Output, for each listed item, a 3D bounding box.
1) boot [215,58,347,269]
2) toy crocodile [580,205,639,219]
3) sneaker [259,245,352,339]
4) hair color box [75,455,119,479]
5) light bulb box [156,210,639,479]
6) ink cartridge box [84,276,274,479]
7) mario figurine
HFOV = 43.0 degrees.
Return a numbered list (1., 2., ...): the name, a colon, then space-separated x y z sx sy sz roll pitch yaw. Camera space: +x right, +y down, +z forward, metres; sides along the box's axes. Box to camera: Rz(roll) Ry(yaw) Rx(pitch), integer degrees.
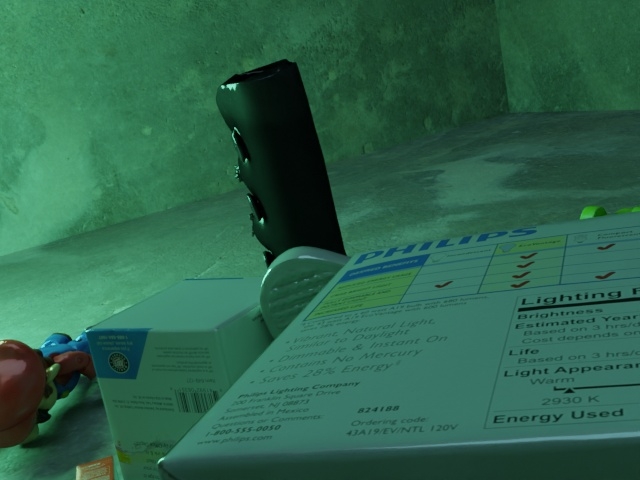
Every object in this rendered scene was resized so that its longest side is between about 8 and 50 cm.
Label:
1. boot: -0.001 0.000 1.016 0.146 0.445 0.367 -15 14 -17
2. toy crocodile: 0.466 0.019 1.333 0.115 0.105 0.340 3 24 42
3. sneaker: 0.090 0.106 0.854 0.135 0.366 0.150 -51 20 15
4. hair color box: -0.223 0.286 0.830 0.043 0.072 0.141 -14 14 -13
5. light bulb box: 0.155 0.139 0.532 0.357 0.225 0.361 -8 13 22
6. ink cartridge box: -0.105 0.173 0.855 0.171 0.233 0.168 -3 14 29
7. mario figurine: -0.413 0.228 1.198 0.198 0.170 0.320 -46 -2 9
